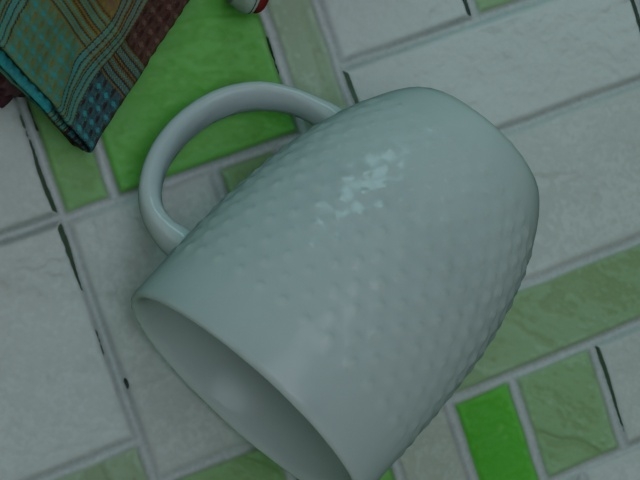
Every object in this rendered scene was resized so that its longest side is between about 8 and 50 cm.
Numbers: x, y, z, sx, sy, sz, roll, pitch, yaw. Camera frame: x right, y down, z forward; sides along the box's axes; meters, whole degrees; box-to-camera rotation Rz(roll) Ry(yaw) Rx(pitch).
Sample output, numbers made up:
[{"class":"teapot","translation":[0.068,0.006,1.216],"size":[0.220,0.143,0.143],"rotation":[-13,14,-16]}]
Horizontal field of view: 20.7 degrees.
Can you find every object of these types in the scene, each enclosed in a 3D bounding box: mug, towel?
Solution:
[{"class":"mug","translation":[0.000,0.000,1.621],"size":[0.374,0.276,0.328],"rotation":[38,72,16]},{"class":"towel","translation":[-0.205,-0.259,1.504],"size":[0.040,0.370,0.271],"rotation":[26,77,25]}]

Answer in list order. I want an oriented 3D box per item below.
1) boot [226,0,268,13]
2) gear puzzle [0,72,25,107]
[{"class":"boot","translation":[0.011,-0.317,1.692],"size":[0.176,0.088,0.244],"rotation":[18,82,-19]},{"class":"gear puzzle","translation":[-0.267,-0.240,1.497],"size":[0.175,0.339,0.044],"rotation":[-44,65,-12]}]
